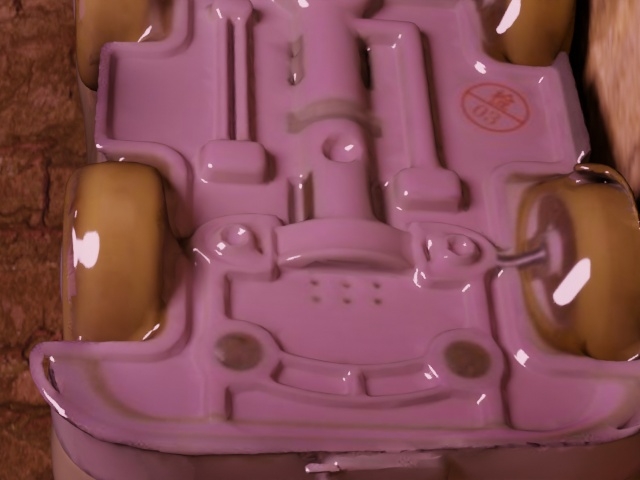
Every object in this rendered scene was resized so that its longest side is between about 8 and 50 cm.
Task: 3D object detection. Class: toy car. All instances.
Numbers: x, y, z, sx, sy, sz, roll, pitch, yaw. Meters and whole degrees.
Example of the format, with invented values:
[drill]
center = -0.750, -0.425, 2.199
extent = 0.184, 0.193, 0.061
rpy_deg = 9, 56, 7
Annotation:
[toy car]
center = 0.000, 0.000, 0.710
extent = 0.226, 0.242, 0.336
rpy_deg = 99, 168, -51
